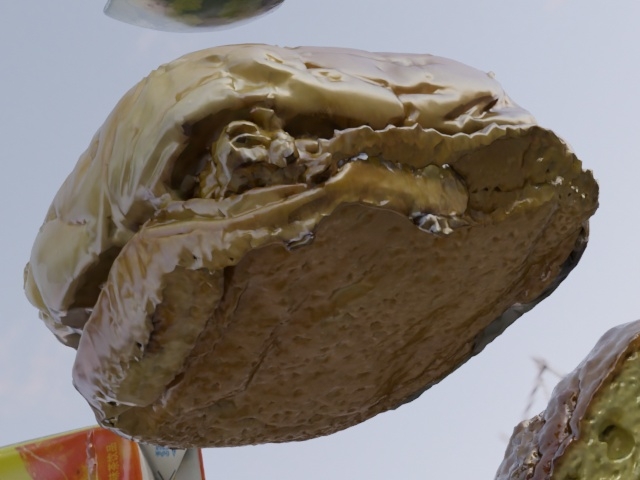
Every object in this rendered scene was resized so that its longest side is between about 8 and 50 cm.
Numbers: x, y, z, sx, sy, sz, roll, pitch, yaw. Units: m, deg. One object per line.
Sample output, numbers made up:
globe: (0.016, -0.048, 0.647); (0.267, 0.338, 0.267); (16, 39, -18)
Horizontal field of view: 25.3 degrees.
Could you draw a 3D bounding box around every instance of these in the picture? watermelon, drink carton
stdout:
watermelon: (-0.086, -0.231, 1.176); (0.159, 0.128, 0.303); (-65, 14, -8)
drink carton: (-0.269, 0.257, 1.225); (0.111, 0.351, 0.154); (19, -121, -61)

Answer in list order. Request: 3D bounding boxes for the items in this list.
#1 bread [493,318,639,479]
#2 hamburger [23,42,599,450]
bread: (0.251, 0.222, 1.220); (0.340, 0.194, 0.179); (-58, 1, -10)
hamburger: (0.000, 0.000, 0.790); (0.319, 0.158, 0.318); (-18, -23, -8)
